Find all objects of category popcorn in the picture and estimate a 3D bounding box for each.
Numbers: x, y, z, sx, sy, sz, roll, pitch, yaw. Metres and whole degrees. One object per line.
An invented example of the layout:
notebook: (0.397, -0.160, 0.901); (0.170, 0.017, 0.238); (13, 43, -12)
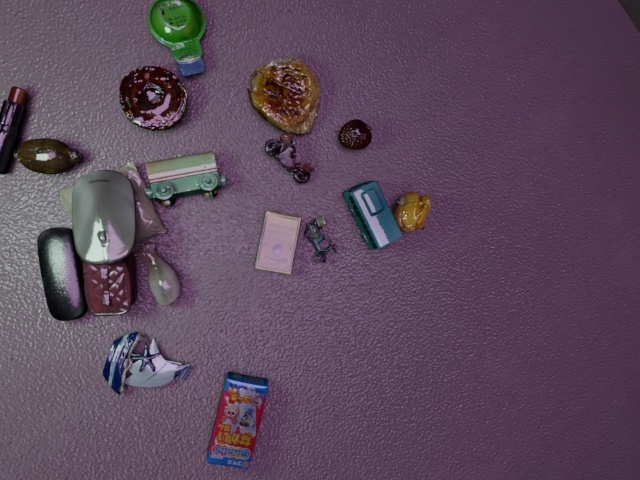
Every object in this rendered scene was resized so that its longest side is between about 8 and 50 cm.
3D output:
popcorn: (0.358, -0.113, 1.665); (0.152, 0.148, 0.167); (36, 94, -30)

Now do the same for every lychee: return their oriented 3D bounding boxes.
lychee: (0.132, -0.406, 1.642); (0.129, 0.123, 0.123); (1, 89, 17)

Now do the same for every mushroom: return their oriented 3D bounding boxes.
mushroom: (-0.573, 0.116, 1.515); (0.116, 0.093, 0.225); (-20, 98, 11)

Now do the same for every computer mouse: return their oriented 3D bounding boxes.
computer mouse: (-0.699, -0.083, 1.383); (0.197, 0.095, 0.331); (-12, 70, -8)

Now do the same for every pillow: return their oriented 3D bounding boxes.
pillow: (-0.727, -0.101, 1.497); (0.280, 0.076, 0.274); (-24, 96, -9)

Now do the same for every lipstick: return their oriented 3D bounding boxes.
lipstick: (-1.054, -0.369, 1.439); (0.081, 0.081, 0.300); (17, 86, -10)

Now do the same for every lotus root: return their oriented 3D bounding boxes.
lotus root: (-0.918, -0.284, 1.448); (0.209, 0.120, 0.120); (-1, 89, -8)

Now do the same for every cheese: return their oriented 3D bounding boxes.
cheese: (-0.506, -0.750, 1.545); (0.203, 0.083, 0.321); (-18, 90, -12)

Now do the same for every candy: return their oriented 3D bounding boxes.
candy: (-0.300, 0.649, 1.553); (0.157, 0.100, 0.306); (15, 88, -10)

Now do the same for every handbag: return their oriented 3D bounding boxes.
handbag: (-0.706, 0.140, 1.450); (0.146, 0.135, 0.225); (0, 102, -10)

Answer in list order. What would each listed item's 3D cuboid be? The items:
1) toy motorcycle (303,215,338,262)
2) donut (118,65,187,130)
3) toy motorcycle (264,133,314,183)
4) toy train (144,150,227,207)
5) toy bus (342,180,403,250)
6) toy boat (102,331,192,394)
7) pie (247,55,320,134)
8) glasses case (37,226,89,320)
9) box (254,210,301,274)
toy motorcycle: (0.000, 0.000, 1.640); (0.100, 0.058, 0.173); (-22, 91, -16)
donut: (-0.587, -0.500, 1.523); (0.235, 0.089, 0.235); (0, 90, -10)
toy motorcycle: (-0.106, -0.317, 1.613); (0.212, 0.084, 0.118); (43, 81, -15)
toy train: (-0.485, -0.227, 1.530); (0.285, 0.116, 0.177); (-14, 80, -13)
toy bus: (0.199, -0.100, 1.633); (0.128, 0.147, 0.256); (-27, 95, -11)
toy boat: (-0.615, 0.423, 1.518); (0.291, 0.070, 0.210); (-7, 95, -14)
pie: (-0.123, -0.555, 1.611); (0.308, 0.085, 0.308); (0, 88, -10)
glasses case: (-0.877, 0.114, 1.462); (0.122, 0.082, 0.321); (-10, 90, -11)
box: (-0.160, 0.010, 1.607); (0.140, 0.064, 0.220); (12, 88, -11)
